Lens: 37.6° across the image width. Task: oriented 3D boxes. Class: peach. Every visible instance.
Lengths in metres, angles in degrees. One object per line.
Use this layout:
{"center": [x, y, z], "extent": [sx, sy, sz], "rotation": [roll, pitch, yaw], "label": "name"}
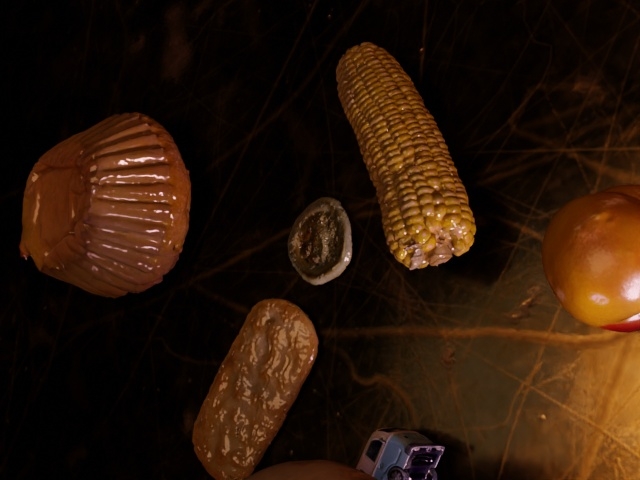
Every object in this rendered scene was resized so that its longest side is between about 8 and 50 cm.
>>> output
{"center": [0.260, 0.015, 0.824], "extent": [0.138, 0.138, 0.138], "rotation": [-10, 74, 39], "label": "peach"}

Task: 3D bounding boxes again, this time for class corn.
{"center": [0.085, -0.099, 1.028], "extent": [0.101, 0.101, 0.292], "rotation": [-39, 55, 28], "label": "corn"}

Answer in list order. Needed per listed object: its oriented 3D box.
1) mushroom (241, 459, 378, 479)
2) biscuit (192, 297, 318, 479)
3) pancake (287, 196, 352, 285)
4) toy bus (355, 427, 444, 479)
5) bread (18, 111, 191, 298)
{"center": [0.023, 0.379, 0.855], "extent": [0.362, 0.294, 0.363], "rotation": [5, 97, 49], "label": "mushroom"}
{"center": [-0.085, 0.185, 1.153], "extent": [0.118, 0.029, 0.247], "rotation": [37, 105, 39], "label": "biscuit"}
{"center": [0.000, 0.001, 1.128], "extent": [0.108, 0.017, 0.108], "rotation": [-11, 74, 43], "label": "pancake"}
{"center": [0.071, 0.253, 0.986], "extent": [0.075, 0.060, 0.123], "rotation": [31, 103, 44], "label": "toy bus"}
{"center": [-0.301, -0.050, 1.314], "extent": [0.274, 0.149, 0.274], "rotation": [-4, 84, 43], "label": "bread"}
